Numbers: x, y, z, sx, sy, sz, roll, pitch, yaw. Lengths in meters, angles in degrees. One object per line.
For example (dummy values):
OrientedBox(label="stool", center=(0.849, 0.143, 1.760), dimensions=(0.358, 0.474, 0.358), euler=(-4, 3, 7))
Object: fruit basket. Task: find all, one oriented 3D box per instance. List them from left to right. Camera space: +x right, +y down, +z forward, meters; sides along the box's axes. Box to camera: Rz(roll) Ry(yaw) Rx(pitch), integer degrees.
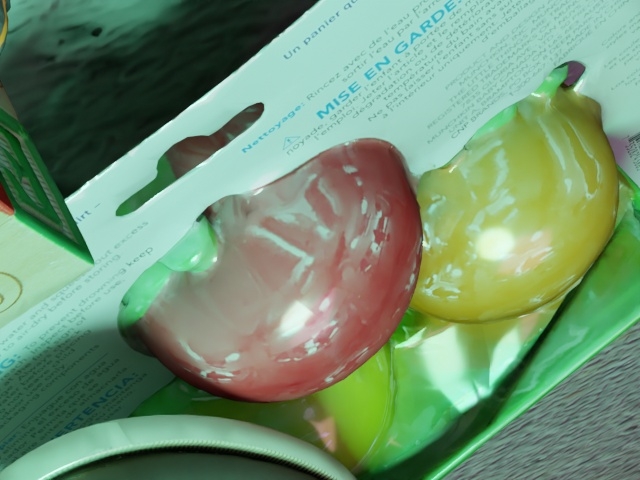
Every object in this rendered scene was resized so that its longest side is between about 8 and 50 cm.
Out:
OrientedBox(label="fruit basket", center=(0.000, 0.000, 0.733), dimensions=(0.327, 0.165, 0.353), euler=(-40, 151, 5))

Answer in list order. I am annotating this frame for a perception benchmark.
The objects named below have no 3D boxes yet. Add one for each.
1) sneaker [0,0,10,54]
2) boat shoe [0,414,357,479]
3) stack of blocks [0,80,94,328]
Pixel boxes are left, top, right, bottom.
OrientedBox(label="sneaker", center=(-0.197, 0.052, 0.542), dimensions=(0.321, 0.180, 0.124), euler=(-36, 158, 12))
OrientedBox(label="boat shoe", center=(-0.009, 0.163, 0.702), dimensions=(0.117, 0.096, 0.324), euler=(-31, 143, 13))
OrientedBox(label="stack of blocks", center=(-0.224, 0.006, 0.422), dimensions=(0.297, 0.171, 0.087), euler=(-33, 158, 6))
